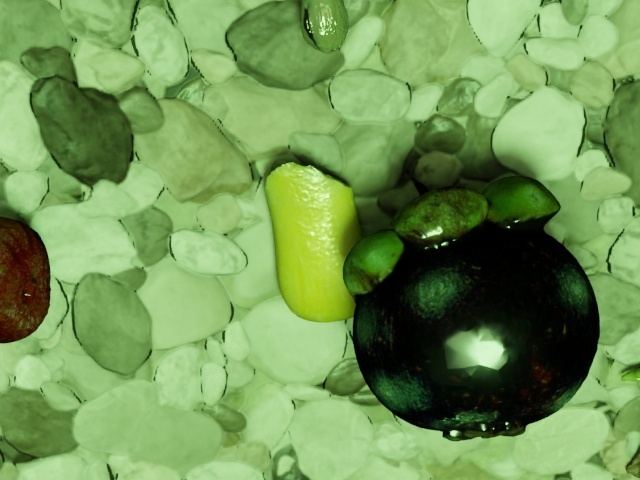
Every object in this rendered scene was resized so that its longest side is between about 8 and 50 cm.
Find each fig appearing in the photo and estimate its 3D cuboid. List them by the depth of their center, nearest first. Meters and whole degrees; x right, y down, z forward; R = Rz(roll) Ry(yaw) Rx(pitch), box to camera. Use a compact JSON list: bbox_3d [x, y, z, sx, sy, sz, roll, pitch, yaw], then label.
[{"bbox_3d":[-0.317,0.032,1.273,0.153,0.119,0.119,7,113,-6],"label":"fig"}]

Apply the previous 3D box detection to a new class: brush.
[{"bbox_3d":[-0.018,-0.299,1.181,0.042,0.039,0.299,-9,113,3],"label":"brush"}]

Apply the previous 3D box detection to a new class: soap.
[{"bbox_3d":[0.000,0.000,1.314,0.089,0.033,0.168,-8,114,-1],"label":"soap"}]

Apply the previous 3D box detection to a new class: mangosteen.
[{"bbox_3d":[0.133,0.060,1.260,0.243,0.243,0.243,-1,114,-2],"label":"mangosteen"}]

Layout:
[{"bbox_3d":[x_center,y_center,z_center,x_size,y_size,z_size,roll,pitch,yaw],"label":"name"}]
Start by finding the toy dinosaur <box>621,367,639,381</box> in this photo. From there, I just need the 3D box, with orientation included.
[{"bbox_3d":[0.401,0.075,1.337,0.259,0.094,0.153,-13,115,16],"label":"toy dinosaur"}]

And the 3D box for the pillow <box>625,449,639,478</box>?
[{"bbox_3d":[0.423,0.183,1.347,0.236,0.084,0.223,3,153,3],"label":"pillow"}]
